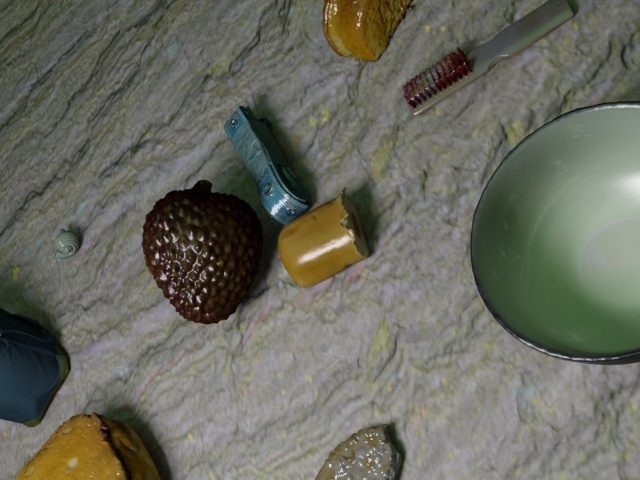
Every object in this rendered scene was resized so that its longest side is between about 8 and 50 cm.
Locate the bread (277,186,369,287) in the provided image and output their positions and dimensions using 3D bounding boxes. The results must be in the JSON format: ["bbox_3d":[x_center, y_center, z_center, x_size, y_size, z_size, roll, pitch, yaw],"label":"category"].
[{"bbox_3d":[-0.001,0.000,1.463,0.173,0.085,0.134,-30,55,23],"label":"bread"}]

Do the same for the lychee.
[{"bbox_3d":[-0.218,0.020,1.524,0.235,0.236,0.271,-17,72,31],"label":"lychee"}]

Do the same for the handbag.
[{"bbox_3d":[-0.718,0.267,1.783,0.263,0.241,0.222,36,92,41],"label":"handbag"}]

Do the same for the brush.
[{"bbox_3d":[0.280,-0.326,1.421,0.321,0.050,0.060,-30,52,22],"label":"brush"}]

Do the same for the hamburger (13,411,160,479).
[{"bbox_3d":[-0.434,0.484,1.522,0.284,0.174,0.304,-50,50,6],"label":"hamburger"}]

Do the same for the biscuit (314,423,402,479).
[{"bbox_3d":[0.038,0.422,1.285,0.141,0.038,0.290,8,75,40],"label":"biscuit"}]

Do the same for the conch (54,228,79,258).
[{"bbox_3d":[-0.598,0.011,1.927,0.076,0.056,0.085,-61,16,21],"label":"conch"}]

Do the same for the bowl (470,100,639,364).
[{"bbox_3d":[0.399,0.010,1.094,0.353,0.185,0.354,-15,63,31],"label":"bowl"}]

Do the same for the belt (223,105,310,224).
[{"bbox_3d":[-0.107,-0.153,1.613,0.072,0.087,0.302,-49,48,26],"label":"belt"}]

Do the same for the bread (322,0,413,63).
[{"bbox_3d":[0.093,-0.467,1.568,0.143,0.139,0.229,30,91,33],"label":"bread"}]
